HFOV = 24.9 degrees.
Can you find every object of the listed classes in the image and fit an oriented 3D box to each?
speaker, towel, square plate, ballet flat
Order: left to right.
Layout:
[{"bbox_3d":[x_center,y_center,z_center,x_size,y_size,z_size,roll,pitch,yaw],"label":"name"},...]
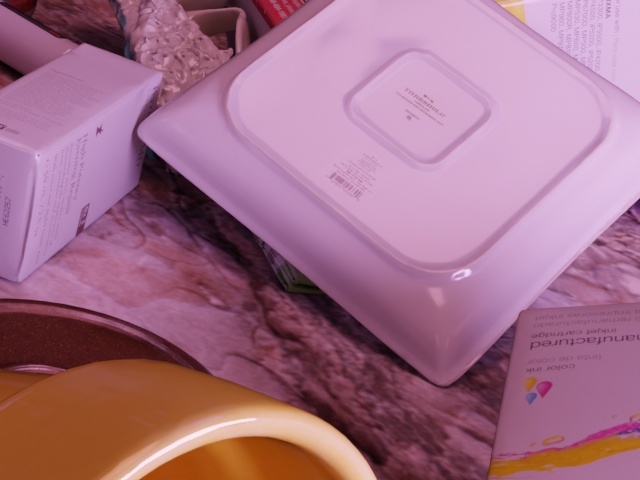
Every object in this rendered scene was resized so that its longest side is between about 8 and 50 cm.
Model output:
[{"bbox_3d":[-0.289,-0.191,1.439,0.136,0.055,0.055,31,30,30],"label":"speaker"},{"bbox_3d":[-0.140,-0.206,1.439,0.147,0.147,0.409,4,35,-22],"label":"ballet flat"},{"bbox_3d":[0.000,0.000,1.254,0.113,0.023,0.152,2,29,-24],"label":"towel"},{"bbox_3d":[0.084,-0.096,1.224,0.347,0.049,0.344,39,61,18],"label":"square plate"}]

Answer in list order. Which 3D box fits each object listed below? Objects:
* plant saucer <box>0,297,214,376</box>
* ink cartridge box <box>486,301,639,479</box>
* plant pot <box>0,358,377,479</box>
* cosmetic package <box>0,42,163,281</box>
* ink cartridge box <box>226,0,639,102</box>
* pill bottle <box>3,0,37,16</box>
[{"bbox_3d":[-0.174,0.118,0.900,0.311,0.050,0.310,12,25,-6],"label":"plant saucer"},{"bbox_3d":[0.213,0.160,0.831,0.226,0.131,0.306,-4,26,16],"label":"ink cartridge box"},{"bbox_3d":[-0.133,0.161,0.640,0.239,0.254,0.254,17,21,41],"label":"plant pot"},{"bbox_3d":[-0.215,-0.069,1.169,0.086,0.117,0.231,21,28,11],"label":"cosmetic package"},{"bbox_3d":[0.115,-0.221,1.488,0.385,0.160,0.279,-11,31,-12],"label":"ink cartridge box"},{"bbox_3d":[-0.368,-0.412,1.479,0.210,0.362,0.210,13,26,-7],"label":"pill bottle"}]
